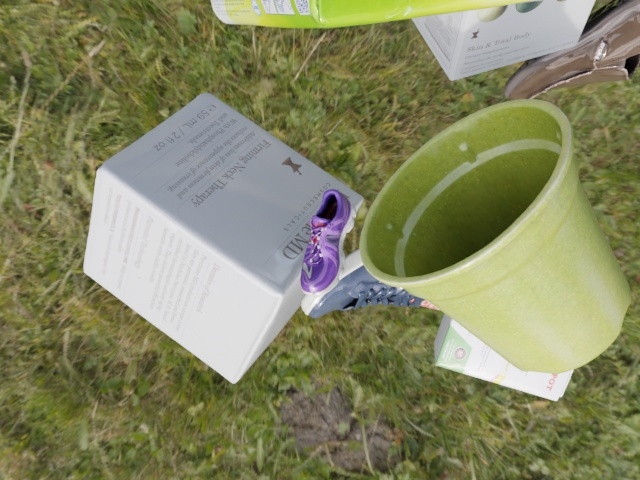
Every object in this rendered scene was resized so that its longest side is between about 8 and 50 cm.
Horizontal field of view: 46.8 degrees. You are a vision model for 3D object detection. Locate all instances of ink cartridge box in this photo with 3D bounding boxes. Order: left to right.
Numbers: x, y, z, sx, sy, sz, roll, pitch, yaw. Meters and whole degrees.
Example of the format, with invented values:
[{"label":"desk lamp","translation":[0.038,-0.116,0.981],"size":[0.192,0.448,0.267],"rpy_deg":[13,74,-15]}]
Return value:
[{"label":"ink cartridge box","translation":[0.409,0.200,1.599],"size":[0.278,0.117,0.201],"rpy_deg":[16,110,2]}]

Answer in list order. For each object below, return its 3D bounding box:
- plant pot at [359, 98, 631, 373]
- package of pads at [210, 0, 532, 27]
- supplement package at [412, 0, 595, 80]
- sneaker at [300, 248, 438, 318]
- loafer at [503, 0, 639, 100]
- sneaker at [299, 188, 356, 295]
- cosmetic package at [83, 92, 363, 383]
[{"label":"plant pot","translation":[0.232,0.019,0.885],"size":[0.276,0.276,0.254],"rpy_deg":[-44,115,1]},{"label":"package of pads","translation":[0.074,-0.235,0.595],"size":[0.297,0.229,0.101],"rpy_deg":[-14,111,-23]},{"label":"supplement package","translation":[0.232,-0.382,0.934],"size":[0.199,0.262,0.198],"rpy_deg":[-18,62,-11]},{"label":"sneaker","translation":[0.144,0.068,1.183],"size":[0.350,0.131,0.148],"rpy_deg":[-25,76,-15]},{"label":"loafer","translation":[0.458,-0.303,1.217],"size":[0.130,0.366,0.134],"rpy_deg":[51,55,-9]},{"label":"sneaker","translation":[0.000,0.000,1.100],"size":[0.068,0.071,0.170],"rpy_deg":[1,64,27]},{"label":"cosmetic package","translation":[-0.196,-0.009,1.459],"size":[0.394,0.329,0.327],"rpy_deg":[34,137,6]}]
